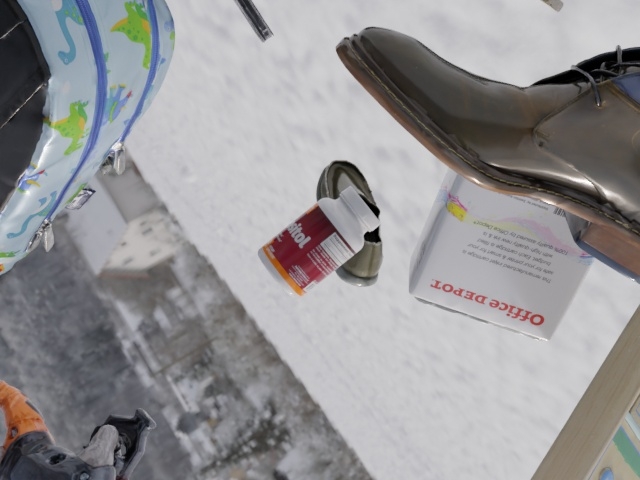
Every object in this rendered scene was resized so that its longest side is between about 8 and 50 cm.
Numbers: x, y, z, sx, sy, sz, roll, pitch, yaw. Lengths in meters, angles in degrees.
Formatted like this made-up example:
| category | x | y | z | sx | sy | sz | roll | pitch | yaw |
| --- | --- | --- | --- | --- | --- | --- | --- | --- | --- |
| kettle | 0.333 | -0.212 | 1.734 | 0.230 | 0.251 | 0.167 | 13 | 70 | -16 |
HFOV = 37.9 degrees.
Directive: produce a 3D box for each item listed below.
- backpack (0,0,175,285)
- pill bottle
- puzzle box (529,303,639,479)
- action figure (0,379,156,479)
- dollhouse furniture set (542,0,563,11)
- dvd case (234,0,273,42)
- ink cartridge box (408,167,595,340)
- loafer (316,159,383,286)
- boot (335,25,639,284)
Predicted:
| category | x | y | z | sx | sy | sz | roll | pitch | yaw |
| --- | --- | --- | --- | --- | --- | --- | --- | --- | --- |
| backpack | -0.295 | -0.140 | 0.820 | 0.290 | 0.273 | 0.355 | 55 | 145 | 5 |
| pill bottle | 0.000 | 0.000 | 1.219 | 0.086 | 0.152 | 0.086 | 51 | -178 | -3 |
| puzzle box | 0.390 | 0.278 | 1.091 | 0.052 | 0.272 | 0.409 | 23 | 163 | 45 |
| action figure | -0.376 | 0.331 | 1.149 | 0.330 | 0.341 | 0.178 | 21 | 168 | 15 |
| dollhouse furniture set | 0.245 | -0.365 | 0.949 | 0.161 | 0.212 | 0.242 | 44 | -159 | 23 |
| dvd case | -0.121 | -0.302 | 0.892 | 0.221 | 0.018 | 0.164 | 55 | -175 | -28 |
| ink cartridge box | 0.253 | -0.035 | 1.195 | 0.117 | 0.201 | 0.278 | -79 | 8 | -63 |
| loafer | 0.057 | -0.044 | 1.421 | 0.251 | 0.094 | 0.087 | -104 | 29 | -43 |
| boot | 0.121 | -0.071 | 0.466 | 0.219 | 0.106 | 0.082 | 29 | -156 | -17 |
